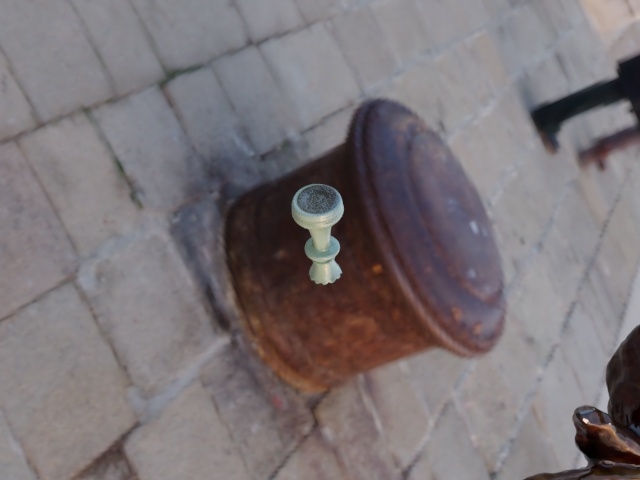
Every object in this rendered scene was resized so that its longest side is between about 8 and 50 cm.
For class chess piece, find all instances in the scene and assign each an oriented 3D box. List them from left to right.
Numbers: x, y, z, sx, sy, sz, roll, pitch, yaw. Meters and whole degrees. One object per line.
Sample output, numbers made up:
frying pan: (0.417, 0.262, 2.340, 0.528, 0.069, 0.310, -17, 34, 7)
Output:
chess piece: (0.000, 0.000, 1.017, 0.093, 0.042, 0.042, 85, 6, -45)

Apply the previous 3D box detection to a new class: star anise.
star anise: (0.228, 0.152, 0.815, 0.111, 0.212, 0.196, 124, -17, -74)
